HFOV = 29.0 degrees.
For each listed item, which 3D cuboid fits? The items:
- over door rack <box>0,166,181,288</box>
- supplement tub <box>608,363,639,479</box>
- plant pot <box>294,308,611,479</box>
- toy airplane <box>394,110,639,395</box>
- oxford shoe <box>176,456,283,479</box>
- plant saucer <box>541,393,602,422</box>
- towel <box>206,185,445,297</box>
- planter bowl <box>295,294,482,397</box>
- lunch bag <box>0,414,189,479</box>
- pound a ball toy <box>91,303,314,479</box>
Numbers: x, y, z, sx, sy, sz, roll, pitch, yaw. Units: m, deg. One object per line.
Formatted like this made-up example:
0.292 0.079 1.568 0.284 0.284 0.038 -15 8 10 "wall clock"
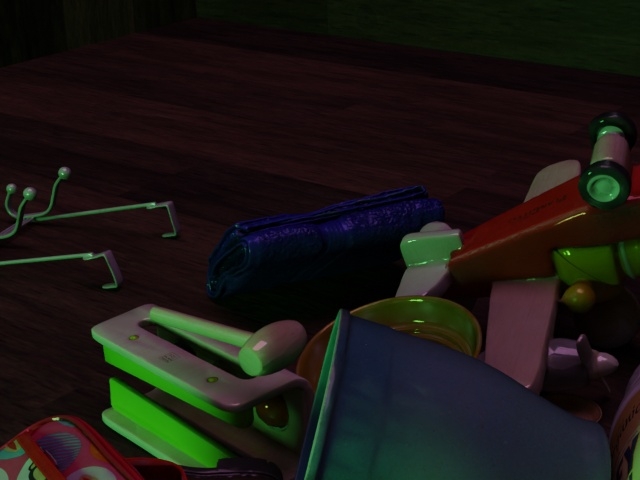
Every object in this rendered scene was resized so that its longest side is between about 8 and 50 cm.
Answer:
-0.414 -0.030 1.952 0.324 0.108 0.239 5 24 18 "over door rack"
0.366 0.226 1.065 0.228 0.228 0.316 2 22 10 "supplement tub"
0.107 0.223 1.093 0.255 0.271 0.271 14 22 -1 "plant pot"
0.290 0.042 1.565 0.386 0.272 0.384 -44 19 -11 "toy airplane"
-0.145 0.271 1.206 0.227 0.082 0.096 -8 33 -4 "oxford shoe"
0.280 0.202 1.422 0.083 0.015 0.083 -2 21 1 "plant saucer"
0.000 0.000 1.746 0.308 0.076 0.228 -10 -12 -22 "towel"
0.087 0.162 1.413 0.217 0.090 0.217 -13 30 8 "planter bowl"
-0.214 0.279 1.048 0.258 0.120 0.293 -34 36 -21 "lunch bag"
-0.113 0.140 1.356 0.136 0.208 0.319 -21 28 -38 "pound a ball toy"
